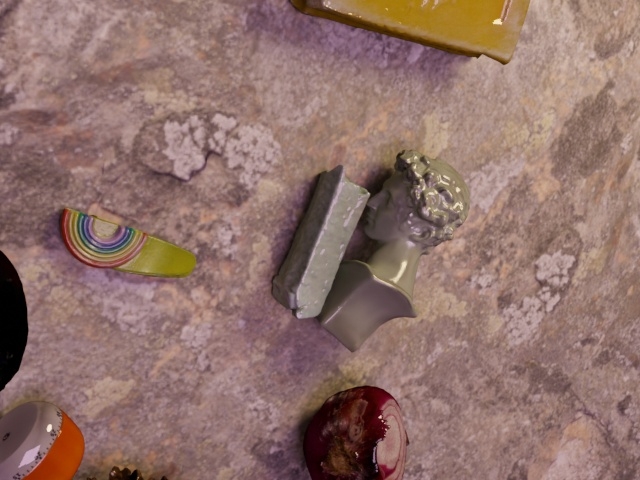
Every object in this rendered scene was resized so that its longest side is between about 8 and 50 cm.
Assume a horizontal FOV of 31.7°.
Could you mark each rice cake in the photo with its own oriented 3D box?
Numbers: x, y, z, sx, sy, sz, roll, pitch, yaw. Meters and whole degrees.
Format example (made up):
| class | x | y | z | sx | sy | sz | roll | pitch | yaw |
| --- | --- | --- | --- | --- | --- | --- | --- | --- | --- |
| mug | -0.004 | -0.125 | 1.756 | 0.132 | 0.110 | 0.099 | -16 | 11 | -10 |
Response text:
| class | x | y | z | sx | sy | sz | roll | pitch | yaw |
| --- | --- | --- | --- | --- | --- | --- | --- | --- | --- |
| rice cake | 0.000 | 0.000 | 1.481 | 0.063 | 0.069 | 0.207 | 20 | 94 | -32 |

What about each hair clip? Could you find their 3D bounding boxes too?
| class | x | y | z | sx | sy | sz | roll | pitch | yaw |
| --- | --- | --- | --- | --- | --- | --- | --- | --- | --- |
| hair clip | -0.232 | 0.013 | 1.369 | 0.188 | 0.033 | 0.060 | 18 | 98 | -33 |

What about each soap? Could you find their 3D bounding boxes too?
| class | x | y | z | sx | sy | sz | roll | pitch | yaw |
| --- | --- | --- | --- | --- | --- | --- | --- | --- | --- |
| soap | 0.127 | -0.347 | 1.418 | 0.314 | 0.091 | 0.199 | 9 | 101 | -33 |

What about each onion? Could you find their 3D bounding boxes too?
| class | x | y | z | sx | sy | sz | roll | pitch | yaw |
| --- | --- | --- | --- | --- | --- | --- | --- | --- | --- |
| onion | 0.054 | 0.287 | 1.593 | 0.198 | 0.135 | 0.173 | 7 | 86 | -71 |

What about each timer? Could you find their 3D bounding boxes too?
| class | x | y | z | sx | sy | sz | roll | pitch | yaw |
| --- | --- | --- | --- | --- | --- | --- | --- | --- | --- |
| timer | -0.342 | 0.267 | 1.360 | 0.136 | 0.099 | 0.136 | -15 | 128 | -21 |

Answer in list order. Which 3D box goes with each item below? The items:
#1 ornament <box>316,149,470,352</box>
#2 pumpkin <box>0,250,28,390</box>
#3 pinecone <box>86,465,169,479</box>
| class | x | y | z | sx | sy | sz | roll | pitch | yaw |
| --- | --- | --- | --- | --- | --- | --- | --- | --- | --- |
| ornament | 0.100 | 0.020 | 1.514 | 0.130 | 0.120 | 0.285 | 25 | 95 | -36 |
| pumpkin | -0.425 | 0.091 | 1.206 | 0.233 | 0.163 | 0.233 | -10 | 112 | -25 |
| pinecone | -0.223 | 0.388 | 1.426 | 0.204 | 0.179 | 0.184 | 24 | 84 | -8 |
